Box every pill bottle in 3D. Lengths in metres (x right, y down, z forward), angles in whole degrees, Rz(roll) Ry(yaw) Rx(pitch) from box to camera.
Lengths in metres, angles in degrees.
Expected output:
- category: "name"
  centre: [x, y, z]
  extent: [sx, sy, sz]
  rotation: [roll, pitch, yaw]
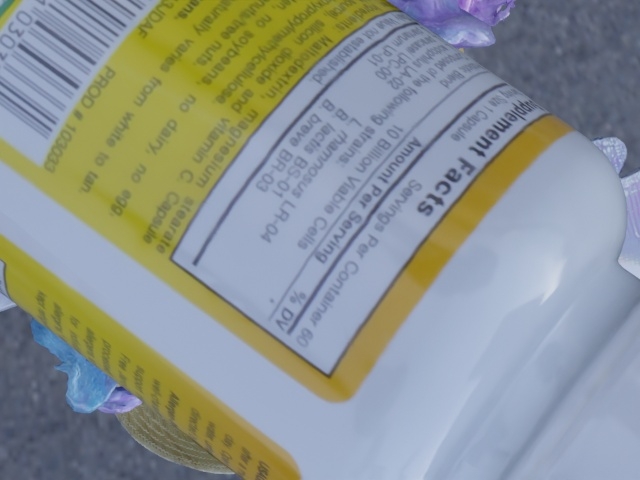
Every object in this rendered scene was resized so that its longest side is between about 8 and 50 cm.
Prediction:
- category: "pill bottle"
  centre: [0.000, 0.000, 0.475]
  extent: [0.208, 0.117, 0.117]
  rotation: [36, 126, 12]

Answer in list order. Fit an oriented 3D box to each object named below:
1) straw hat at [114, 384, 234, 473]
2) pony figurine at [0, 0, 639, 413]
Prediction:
- category: "straw hat"
  centre: [-0.062, 0.079, 1.189]
  extent: [0.144, 0.144, 0.061]
  rotation: [-14, 168, -2]
- category: "pony figurine"
  centre: [-0.015, -0.053, 0.767]
  extent: [0.351, 0.303, 0.363]
  rotation: [-18, 178, 9]
